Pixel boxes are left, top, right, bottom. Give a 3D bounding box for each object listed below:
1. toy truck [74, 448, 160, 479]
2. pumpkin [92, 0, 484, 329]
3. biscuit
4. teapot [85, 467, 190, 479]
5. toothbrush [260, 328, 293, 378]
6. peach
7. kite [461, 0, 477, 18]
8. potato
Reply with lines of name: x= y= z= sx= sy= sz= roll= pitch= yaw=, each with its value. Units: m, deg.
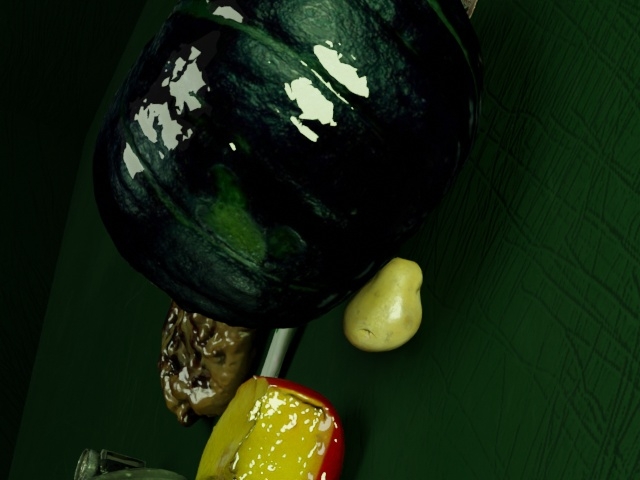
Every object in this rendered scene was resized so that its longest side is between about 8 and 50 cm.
toy truck: x=-0.278 y=0.403 z=1.510 sx=0.157 sy=0.124 sz=0.272 roll=-60 pitch=21 yaw=31
pumpkin: x=-0.031 y=-0.096 z=1.002 sx=0.363 sy=0.266 sz=0.363 roll=-50 pitch=13 yaw=16
biscuit: x=-0.141 y=0.084 z=1.503 sx=0.334 sy=0.081 sz=0.289 roll=-116 pitch=48 yaw=-68
teapot: x=-0.189 y=0.396 z=1.071 sx=0.321 sy=0.239 sz=0.239 roll=-49 pitch=44 yaw=6
toothbrush: x=0.005 y=0.001 z=1.234 sx=0.042 sy=0.040 sz=0.418 roll=-116 pitch=43 yaw=-69
peach: x=-0.041 y=0.190 z=1.042 sx=0.151 sy=0.118 sz=0.151 roll=42 pitch=144 yaw=40
kite: x=0.142 y=-0.266 z=1.133 sx=0.137 sy=0.005 sz=0.152 roll=-49 pitch=28 yaw=49
potato: x=0.055 y=0.054 z=0.982 sx=0.068 sy=0.062 sz=0.083 roll=11 pitch=84 yaw=36
